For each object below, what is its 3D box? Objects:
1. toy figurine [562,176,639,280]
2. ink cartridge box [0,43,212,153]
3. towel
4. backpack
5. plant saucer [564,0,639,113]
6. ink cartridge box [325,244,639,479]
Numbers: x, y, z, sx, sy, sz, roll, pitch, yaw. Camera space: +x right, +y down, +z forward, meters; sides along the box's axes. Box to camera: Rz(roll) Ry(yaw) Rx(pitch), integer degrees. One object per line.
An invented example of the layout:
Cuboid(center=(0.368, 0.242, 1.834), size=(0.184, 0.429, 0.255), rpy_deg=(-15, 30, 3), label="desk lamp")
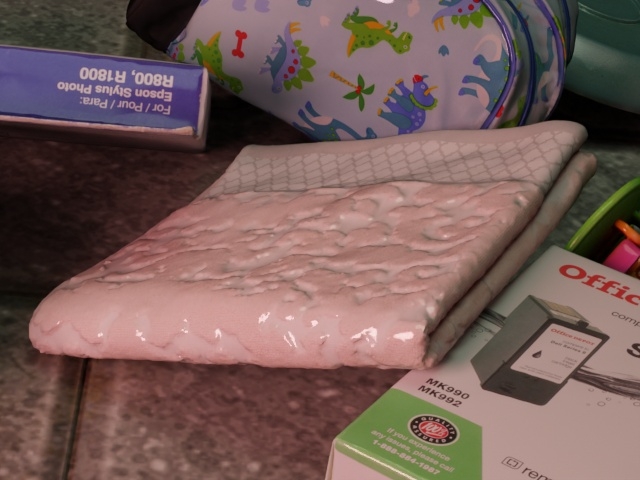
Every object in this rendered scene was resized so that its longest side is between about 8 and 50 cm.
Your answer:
Cuboid(center=(0.264, 0.054, 1.349), size=(0.159, 0.130, 0.173), rpy_deg=(41, 2, 16), label="toy figurine")
Cuboid(center=(-0.249, -0.118, 1.393), size=(0.324, 0.071, 0.330), rpy_deg=(5, -1, -3), label="ink cartridge box")
Cuboid(center=(0.000, 0.000, 1.315), size=(0.332, 0.053, 0.317), rpy_deg=(-1, 26, 34), label="towel")
Cuboid(center=(0.045, -0.198, 1.517), size=(0.356, 0.290, 0.273), rpy_deg=(29, 24, -13), label="backpack")
Cuboid(center=(0.258, -0.222, 1.719), size=(0.318, 0.043, 0.317), rpy_deg=(18, 30, -11), label="plant saucer")
Cuboid(center=(0.165, 0.143, 1.175), size=(0.211, 0.121, 0.289), rpy_deg=(24, 38, 25), label="ink cartridge box")
